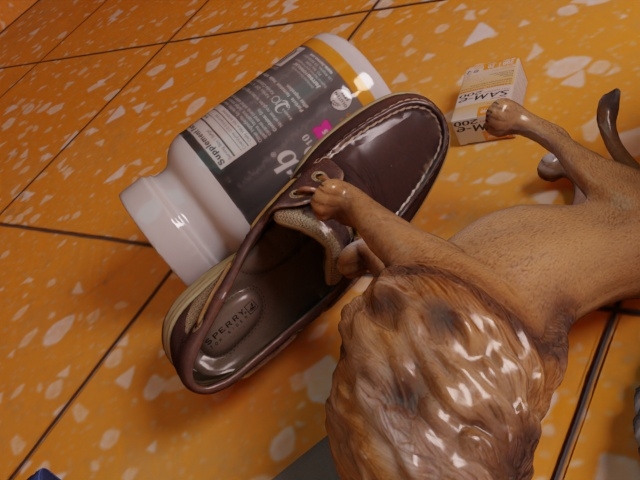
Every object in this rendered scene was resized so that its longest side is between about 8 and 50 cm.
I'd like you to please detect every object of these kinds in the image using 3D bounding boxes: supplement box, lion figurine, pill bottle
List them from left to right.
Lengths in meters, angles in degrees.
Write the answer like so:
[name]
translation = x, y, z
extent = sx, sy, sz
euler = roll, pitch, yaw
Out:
[pill bottle]
translation = -0.059, -0.078, 0.748
extent = 0.278, 0.162, 0.162
euler = -38, 37, -6
[supplement box]
translation = 0.182, -0.150, 0.758
extent = 0.062, 0.036, 0.098
euler = -6, 44, 31
[lion figurine]
translation = 0.152, 0.019, 0.498
extent = 0.392, 0.142, 0.240
euler = -31, 46, -15

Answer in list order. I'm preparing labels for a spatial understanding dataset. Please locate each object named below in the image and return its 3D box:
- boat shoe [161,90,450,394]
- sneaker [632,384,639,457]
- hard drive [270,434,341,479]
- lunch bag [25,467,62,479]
[boat shoe]
translation = 0.000, 0.000, 0.619
extent = 0.342, 0.123, 0.123
euler = -43, 11, -7
[sneaker]
translation = 0.253, 0.132, 0.360
extent = 0.105, 0.115, 0.281
euler = -59, 11, 28
[hard drive]
translation = 0.014, 0.204, 0.492
extent = 0.094, 0.022, 0.135
euler = -37, 37, -7
[lunch bag]
translation = -0.238, 0.245, 0.588
extent = 0.065, 0.067, 0.098
euler = -35, 36, -4
